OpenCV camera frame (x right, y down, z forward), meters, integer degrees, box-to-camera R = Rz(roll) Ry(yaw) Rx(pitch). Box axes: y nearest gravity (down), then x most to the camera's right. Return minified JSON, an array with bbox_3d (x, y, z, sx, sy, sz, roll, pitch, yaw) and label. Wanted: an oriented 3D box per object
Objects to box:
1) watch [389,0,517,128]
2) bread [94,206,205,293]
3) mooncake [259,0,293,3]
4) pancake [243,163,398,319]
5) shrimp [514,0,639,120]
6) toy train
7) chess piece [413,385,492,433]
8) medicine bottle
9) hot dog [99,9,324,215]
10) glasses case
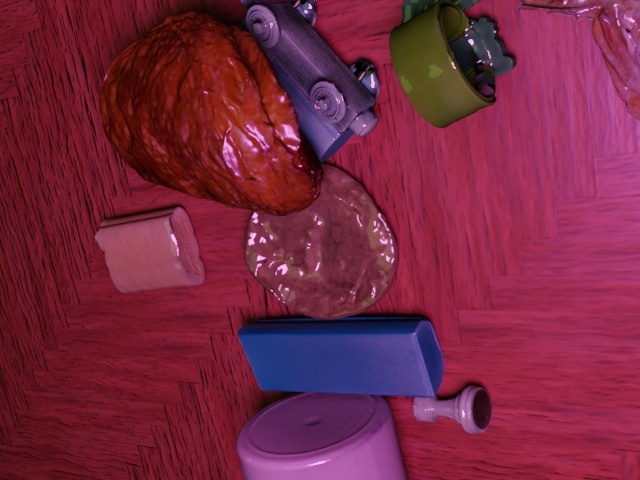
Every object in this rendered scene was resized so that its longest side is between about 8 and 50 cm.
[{"bbox_3d":[0.134,-0.218,0.844,0.131,0.152,0.165,-21,99,36],"label":"watch"},{"bbox_3d":[-0.286,0.020,1.217,0.178,0.060,0.139,-10,103,31],"label":"bread"},{"bbox_3d":[-0.048,-0.406,0.845,0.245,0.133,0.245,1,131,1],"label":"mooncake"},{"bbox_3d":[0.000,0.000,1.061,0.241,0.050,0.242,5,104,20],"label":"pancake"},{"bbox_3d":[0.357,-0.201,0.773,0.317,0.077,0.168,21,120,18],"label":"shrimp"},{"bbox_3d":[-0.031,-0.220,0.976,0.248,0.101,0.159,50,139,4],"label":"toy train"},{"bbox_3d":[0.186,0.241,1.041,0.103,0.067,0.067,-9,104,40],"label":"chess piece"},{"bbox_3d":[0.014,0.366,1.076,0.238,0.238,0.232,-7,103,31],"label":"medicine bottle"},{"bbox_3d":[-0.141,-0.155,0.955,0.387,0.174,0.267,17,144,49],"label":"hot dog"},{"bbox_3d":[0.028,0.167,1.090,0.301,0.070,0.117,-3,119,31],"label":"glasses case"}]
